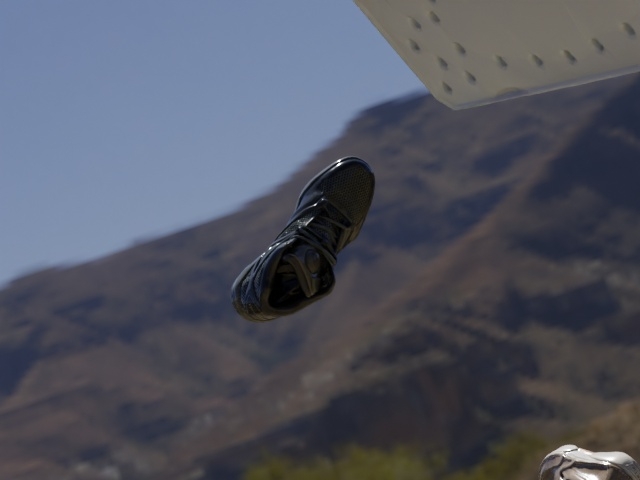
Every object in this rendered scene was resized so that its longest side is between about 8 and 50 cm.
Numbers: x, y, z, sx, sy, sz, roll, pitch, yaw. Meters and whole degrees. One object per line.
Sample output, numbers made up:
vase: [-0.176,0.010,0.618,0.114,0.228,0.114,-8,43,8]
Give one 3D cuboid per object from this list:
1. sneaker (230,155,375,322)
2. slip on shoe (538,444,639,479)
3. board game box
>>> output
sneaker: [0.000,0.000,2.250,0.227,0.087,0.130,-49,17,-15]
slip on shoe: [0.183,0.176,1.404,0.041,0.051,0.135,-35,9,-20]
board game box: [0.070,-0.263,1.299,0.050,0.390,0.390,-47,16,-20]
